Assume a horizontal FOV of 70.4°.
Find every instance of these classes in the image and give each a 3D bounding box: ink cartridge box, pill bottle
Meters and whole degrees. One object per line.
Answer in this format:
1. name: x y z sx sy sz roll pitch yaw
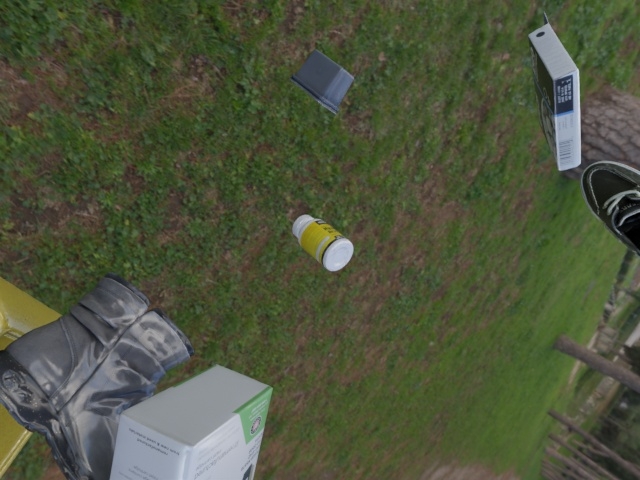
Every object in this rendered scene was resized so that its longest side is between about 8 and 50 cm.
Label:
1. ink cartridge box: 0.423 -0.272 0.831 0.206 0.045 0.208 56 30 -43
2. ink cartridge box: -0.145 0.273 0.497 0.160 0.093 0.219 -8 111 -68
3. pill bottle: 0.000 0.000 0.828 0.065 0.116 0.065 -26 135 -29

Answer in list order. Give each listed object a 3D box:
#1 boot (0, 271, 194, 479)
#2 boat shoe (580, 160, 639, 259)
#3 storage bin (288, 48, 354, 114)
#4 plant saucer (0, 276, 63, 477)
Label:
1. boot: -0.254 0.219 0.618 0.223 0.338 0.118 -40 -173 -37
2. boat shoe: 0.394 -0.033 0.560 0.070 0.219 0.078 25 123 -35
3. storage bin: 0.011 -0.366 1.043 0.091 0.135 0.098 -52 149 17
4. plant saucer: -0.515 0.245 0.685 0.332 0.081 0.333 89 27 -63
